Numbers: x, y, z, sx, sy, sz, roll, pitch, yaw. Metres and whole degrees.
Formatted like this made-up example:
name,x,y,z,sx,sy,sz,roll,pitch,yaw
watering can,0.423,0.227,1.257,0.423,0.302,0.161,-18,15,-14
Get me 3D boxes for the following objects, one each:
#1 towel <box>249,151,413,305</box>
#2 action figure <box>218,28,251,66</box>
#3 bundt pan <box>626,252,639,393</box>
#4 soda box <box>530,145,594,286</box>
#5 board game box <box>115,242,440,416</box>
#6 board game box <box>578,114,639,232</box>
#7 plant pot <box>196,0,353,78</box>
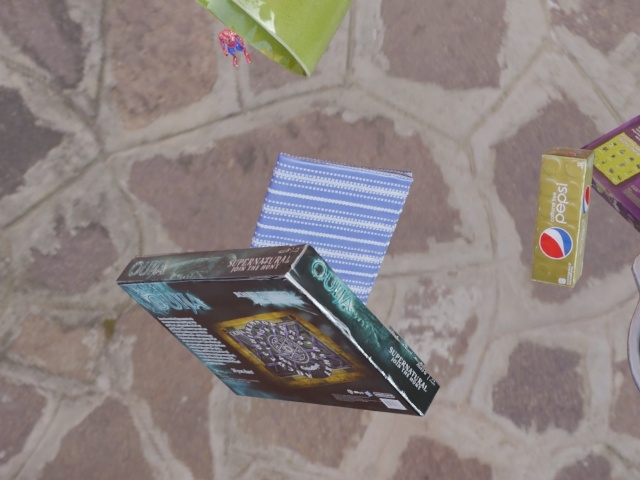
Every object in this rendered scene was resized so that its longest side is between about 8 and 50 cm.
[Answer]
name,x,y,z,sx,sy,sz,roll,pitch,yaw
towel,0.000,0.000,1.834,0.243,0.040,0.336,7,127,-17
action figure,-0.139,-0.311,1.699,0.038,0.115,0.030,-11,72,7
bundt pan,0.374,0.072,0.737,0.331,0.124,0.331,-2,79,9
soda box,0.328,-0.033,1.439,0.061,0.058,0.181,10,110,24
board game box,-0.032,0.054,0.642,0.186,0.026,0.126,-4,135,51
board game box,0.564,-0.080,1.618,0.208,0.347,0.056,-32,133,0
plant pot,-0.032,-0.404,1.328,0.275,0.275,0.293,38,91,-8
